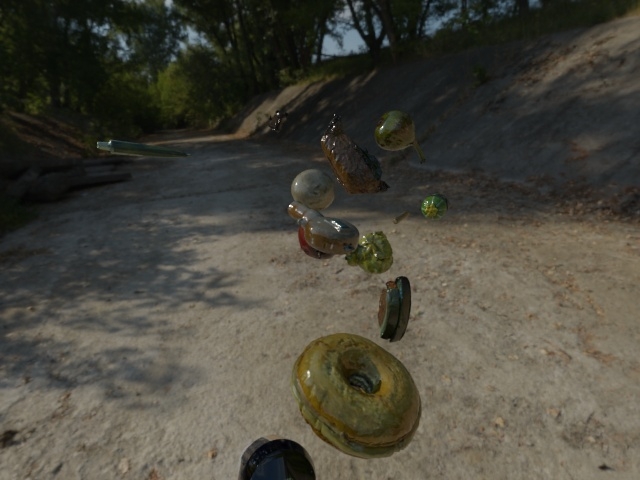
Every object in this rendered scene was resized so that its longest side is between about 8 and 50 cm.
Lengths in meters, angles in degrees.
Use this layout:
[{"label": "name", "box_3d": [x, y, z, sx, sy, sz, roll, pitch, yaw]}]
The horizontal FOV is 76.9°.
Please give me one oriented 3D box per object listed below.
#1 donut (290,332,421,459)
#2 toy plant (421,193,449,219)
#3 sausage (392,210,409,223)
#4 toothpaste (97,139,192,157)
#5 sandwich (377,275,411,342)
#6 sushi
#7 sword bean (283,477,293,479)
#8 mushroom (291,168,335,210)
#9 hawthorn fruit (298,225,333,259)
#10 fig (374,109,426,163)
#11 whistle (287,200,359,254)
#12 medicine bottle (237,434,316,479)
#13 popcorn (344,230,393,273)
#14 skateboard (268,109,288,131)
[{"label": "donut", "box_3d": [0.118, 0.486, 1.313, 0.448, 0.198, 0.449, 14, 33, -9]}, {"label": "toy plant", "box_3d": [0.423, -0.124, 1.490, 0.092, 0.093, 0.162, 3, 16, 24]}, {"label": "sausage", "box_3d": [0.327, -0.095, 1.616, 0.024, 0.024, 0.132, 8, 25, 35]}, {"label": "toothpaste", "box_3d": [-0.412, -0.212, 0.954, 0.204, 0.032, 0.049, 1, 14, -29]}, {"label": "sandwich", "box_3d": [0.246, 0.225, 1.403, 0.079, 0.235, 0.159, 0, 33, -18]}, {"label": "sushi", "box_3d": [0.103, -0.256, 1.308, 0.140, 0.287, 0.149, -30, -14, 0]}, {"label": "sword bean", "box_3d": [-0.104, 0.560, 0.928, 0.083, 0.012, 0.012, -12, 20, -2]}, {"label": "mushroom", "box_3d": [-0.040, -0.221, 1.899, 0.207, 0.208, 0.215, -13, -19, -19]}, {"label": "hawthorn fruit", "box_3d": [0.000, 0.000, 1.968, 0.230, 0.210, 0.266, 31, 24, -13]}, {"label": "fig", "box_3d": [0.328, -0.383, 1.518, 0.259, 0.151, 0.151, 25, 10, -20]}, {"label": "whistle", "box_3d": [0.001, -0.030, 0.809, 0.107, 0.057, 0.220, -3, 25, -33]}, {"label": "medicine bottle", "box_3d": [-0.171, 0.775, 1.365, 0.242, 0.243, 0.395, -14, -10, -22]}, {"label": "popcorn", "box_3d": [0.192, 0.061, 1.613, 0.195, 0.169, 0.173, -19, -8, 8]}, {"label": "skateboard", "box_3d": [-0.173, -0.467, 1.608, 0.067, 0.080, 0.151, 18, -3, -16]}]
